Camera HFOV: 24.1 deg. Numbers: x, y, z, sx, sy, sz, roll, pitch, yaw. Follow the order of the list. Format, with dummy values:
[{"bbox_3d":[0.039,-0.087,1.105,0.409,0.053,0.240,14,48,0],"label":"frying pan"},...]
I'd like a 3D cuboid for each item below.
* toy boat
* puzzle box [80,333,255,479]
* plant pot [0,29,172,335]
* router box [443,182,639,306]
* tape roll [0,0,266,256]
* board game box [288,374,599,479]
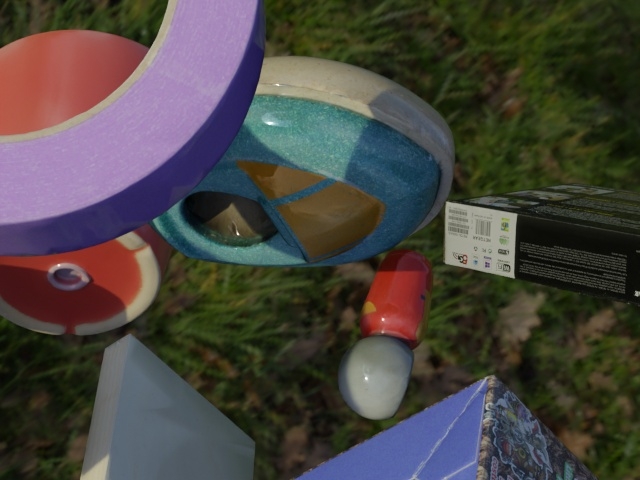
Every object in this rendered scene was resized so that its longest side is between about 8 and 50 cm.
[{"bbox_3d":[0.000,0.000,1.136,0.318,0.267,0.148,52,43,-40],"label":"toy boat"},{"bbox_3d":[-0.199,0.343,1.946,0.272,0.052,0.409,46,26,-28],"label":"puzzle box"},{"bbox_3d":[-0.266,-0.048,1.617,0.275,0.275,0.243,17,43,-22],"label":"plant pot"},{"bbox_3d":[0.187,0.000,0.942,0.133,0.179,0.046,-9,105,-41],"label":"router box"},{"bbox_3d":[-0.169,-0.133,0.835,0.275,0.090,0.275,0,78,0],"label":"tape roll"},{"bbox_3d":[0.126,0.282,1.150,0.291,0.232,0.141,44,33,-21],"label":"board game box"}]
